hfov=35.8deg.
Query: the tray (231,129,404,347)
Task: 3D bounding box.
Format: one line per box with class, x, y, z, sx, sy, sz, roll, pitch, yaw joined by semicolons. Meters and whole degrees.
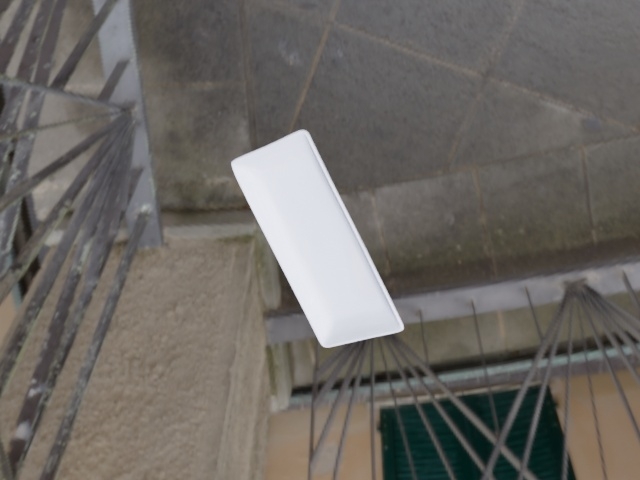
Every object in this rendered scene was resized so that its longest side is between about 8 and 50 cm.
tray;0.000;0.000;1.218;0.145;0.030;0.270;-18;102;45
